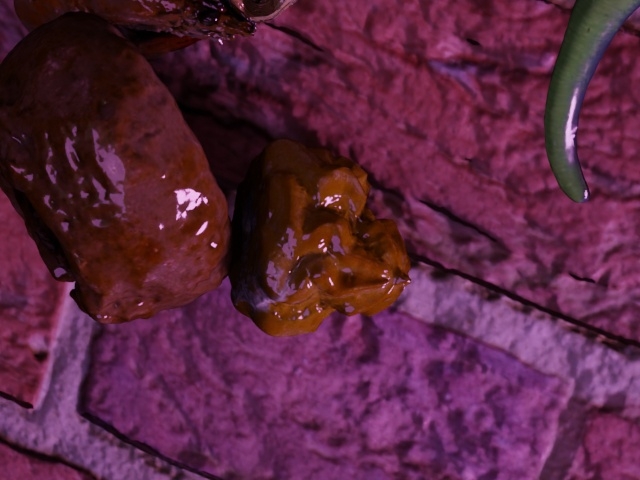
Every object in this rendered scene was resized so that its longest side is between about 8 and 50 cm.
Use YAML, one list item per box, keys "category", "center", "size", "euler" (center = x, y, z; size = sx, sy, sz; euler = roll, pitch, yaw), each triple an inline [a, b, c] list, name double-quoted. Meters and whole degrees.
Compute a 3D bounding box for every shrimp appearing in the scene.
- category: "shrimp"
  center: [-0.133, -0.161, 1.377]
  size: [0.190, 0.042, 0.101]
  euler: [6, 137, 20]

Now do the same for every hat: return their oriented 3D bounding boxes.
- category: "hat"
  center: [-0.042, -0.194, 1.310]
  size: [0.076, 0.059, 0.077]
  euler: [-39, 102, 17]

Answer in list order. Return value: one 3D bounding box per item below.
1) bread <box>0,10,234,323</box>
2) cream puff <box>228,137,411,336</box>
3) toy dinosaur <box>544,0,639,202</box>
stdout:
- category: "bread"
  center: [-0.156, -0.043, 1.342]
  size: [0.230, 0.123, 0.230]
  euler: [50, 161, 25]
- category: "cream puff"
  center: [0.000, 0.000, 1.357]
  size: [0.116, 0.146, 0.146]
  euler: [8, 122, -12]
- category: "toy dinosaur"
  center: [0.342, -0.230, 1.114]
  size: [0.374, 0.144, 0.500]
  euler: [8, 122, 6]
